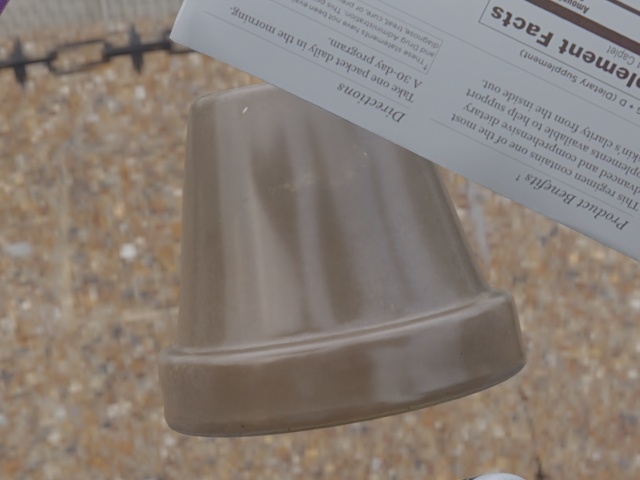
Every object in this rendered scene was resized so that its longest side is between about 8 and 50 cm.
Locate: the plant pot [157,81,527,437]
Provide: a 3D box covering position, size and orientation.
[{"bbox_3d":[0.000,0.000,1.224,0.263,0.229,0.263,-10,2,0],"label":"plant pot"}]

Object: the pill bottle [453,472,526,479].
[{"bbox_3d":[0.043,0.221,1.101,0.208,0.119,0.119,-17,36,35],"label":"pill bottle"}]

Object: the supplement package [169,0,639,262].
[{"bbox_3d":[0.107,-0.104,0.645,0.262,0.145,0.204,26,23,-1],"label":"supplement package"}]

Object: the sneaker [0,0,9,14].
[{"bbox_3d":[-0.198,-0.155,0.864,0.161,0.102,0.282,-54,32,-15],"label":"sneaker"}]
